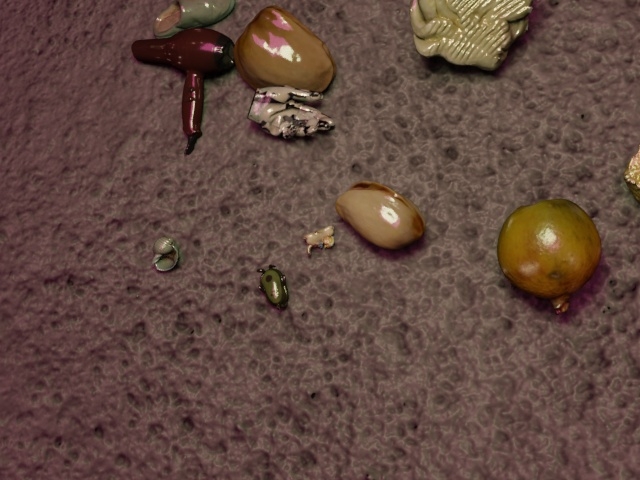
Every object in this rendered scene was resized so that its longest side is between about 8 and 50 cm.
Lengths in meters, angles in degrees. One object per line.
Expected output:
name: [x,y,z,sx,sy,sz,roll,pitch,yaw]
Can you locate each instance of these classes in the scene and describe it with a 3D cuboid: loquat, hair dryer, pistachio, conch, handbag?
loquat: [0.489,0.035,1.402,0.213,0.213,0.246,-13,84,10]
hair dryer: [-0.382,-0.398,1.778,0.312,0.123,0.341,3,87,25]
pistachio: [0.142,-0.059,1.534,0.215,0.144,0.144,30,84,16]
conch: [-0.391,0.032,1.676,0.076,0.056,0.085,34,116,2]
pistachio: [-0.095,-0.459,1.691,0.260,0.163,0.213,39,127,1]
handbag: [-0.109,0.115,1.593,0.072,0.047,0.111,-24,70,7]

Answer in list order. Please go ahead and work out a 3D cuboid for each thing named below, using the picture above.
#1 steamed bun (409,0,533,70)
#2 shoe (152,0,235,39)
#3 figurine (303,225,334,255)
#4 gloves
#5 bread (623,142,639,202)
steamed bun: [0.355,-0.566,1.576,0.280,0.207,0.268,9,117,-3]
shoe: [-0.362,-0.636,1.819,0.251,0.100,0.103,-26,71,8]
figurine: [0.000,0.000,1.604,0.083,0.047,0.051,-21,87,0]
gloves: [-0.070,-0.319,1.673,0.212,0.111,0.128,17,73,-12]
bread: [0.764,-0.094,1.403,0.129,0.134,0.260,-44,65,10]
